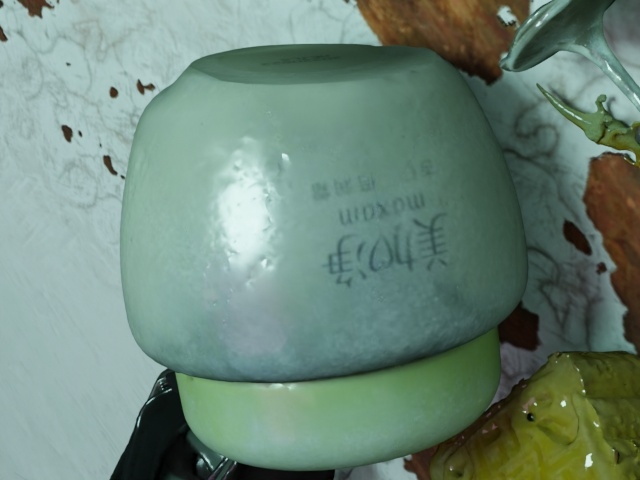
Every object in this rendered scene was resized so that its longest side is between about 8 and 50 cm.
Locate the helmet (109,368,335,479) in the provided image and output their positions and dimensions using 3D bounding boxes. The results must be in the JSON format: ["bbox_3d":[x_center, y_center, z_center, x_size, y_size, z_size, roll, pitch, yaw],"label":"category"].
[{"bbox_3d":[-0.078,0.230,1.402,0.177,0.225,0.305,39,145,-22],"label":"helmet"}]

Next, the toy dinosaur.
[{"bbox_3d":[0.213,-0.092,1.055,0.113,0.026,0.041,38,153,8],"label":"toy dinosaur"}]

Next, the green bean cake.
[{"bbox_3d":[0.206,0.223,1.118,0.229,0.131,0.224,-50,48,41],"label":"green bean cake"}]

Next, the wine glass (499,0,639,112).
[{"bbox_3d":[0.241,-0.077,0.957,0.232,0.156,0.156,52,138,12],"label":"wine glass"}]

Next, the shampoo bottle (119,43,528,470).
[{"bbox_3d":[0.000,0.000,1.099,0.322,0.322,0.317,1,104,43],"label":"shampoo bottle"}]
